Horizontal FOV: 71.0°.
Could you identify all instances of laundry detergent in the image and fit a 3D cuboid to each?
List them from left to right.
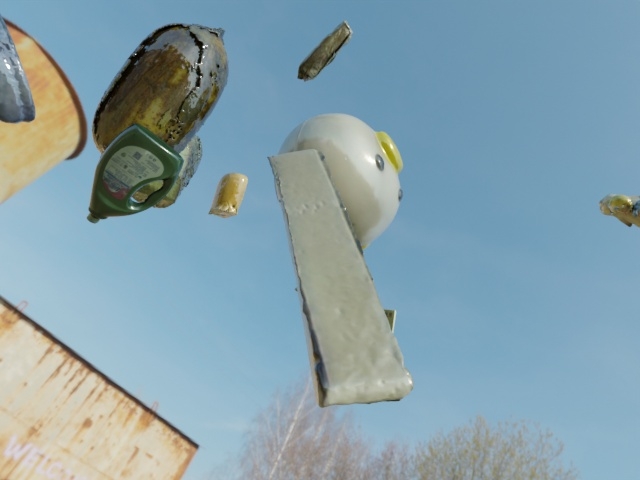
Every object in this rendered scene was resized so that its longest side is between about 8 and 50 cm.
[{"bbox_3d":[-0.373,-0.111,0.875,0.137,0.063,0.211,36,-81,-32],"label":"laundry detergent"}]

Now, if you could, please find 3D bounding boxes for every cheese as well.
[{"bbox_3d":[0.001,0.002,0.506,0.085,0.401,0.034,-5,-49,-10],"label":"cheese"}]

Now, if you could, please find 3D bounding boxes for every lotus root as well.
[{"bbox_3d":[-0.336,-0.317,0.981,0.195,0.398,0.179,30,-8,0],"label":"lotus root"}]

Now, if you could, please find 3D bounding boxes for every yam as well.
[{"bbox_3d":[-0.494,-0.221,1.407,0.202,0.271,0.202,9,-66,-9],"label":"yam"}]

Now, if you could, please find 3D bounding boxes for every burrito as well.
[{"bbox_3d":[0.010,-0.487,1.171,0.188,0.045,0.058,-42,-69,17],"label":"burrito"}]

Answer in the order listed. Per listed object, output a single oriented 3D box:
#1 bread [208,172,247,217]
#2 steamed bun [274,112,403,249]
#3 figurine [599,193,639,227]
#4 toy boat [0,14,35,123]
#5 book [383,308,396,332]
[{"bbox_3d":[-0.338,-0.166,1.639,0.085,0.173,0.134,25,-20,-32],"label":"bread"},{"bbox_3d":[0.046,-0.141,1.151,0.333,0.334,0.374,-1,-26,33],"label":"steamed bun"},{"bbox_3d":[0.442,-0.046,0.633,0.083,0.047,0.050,17,-1,28],"label":"figurine"},{"bbox_3d":[-0.382,-0.229,0.440,0.127,0.078,0.283,-37,-94,40],"label":"toy boat"},{"bbox_3d":[0.172,0.252,1.287,0.077,0.111,0.014,3,-19,25],"label":"book"}]
